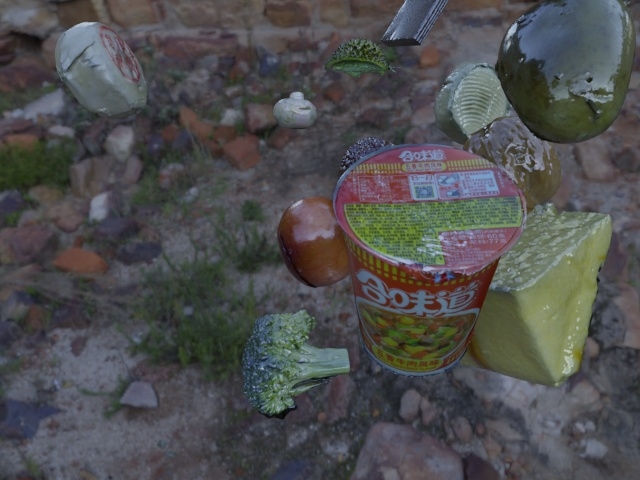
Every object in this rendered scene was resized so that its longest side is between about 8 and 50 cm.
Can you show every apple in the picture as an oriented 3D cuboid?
[{"bbox_3d":[0.000,0.000,1.957,0.206,0.272,0.252,-23,34,15],"label":"apple"}]

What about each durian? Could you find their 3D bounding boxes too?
[{"bbox_3d":[0.111,-0.499,1.898,0.215,0.100,0.086,4,57,14],"label":"durian"}]

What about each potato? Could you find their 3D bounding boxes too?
[{"bbox_3d":[0.464,-0.329,1.330,0.269,0.219,0.359,-26,35,46],"label":"potato"}]

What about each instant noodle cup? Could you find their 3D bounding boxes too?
[{"bbox_3d":[0.108,0.037,0.742,0.193,0.212,0.193,-1,44,1],"label":"instant noodle cup"}]

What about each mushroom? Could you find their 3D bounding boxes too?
[{"bbox_3d":[-0.047,-0.242,1.297,0.083,0.068,0.083,0,-8,0],"label":"mushroom"}]

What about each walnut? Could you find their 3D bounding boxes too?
[{"bbox_3d":[0.477,-0.179,1.725,0.224,0.257,0.257,-29,25,29],"label":"walnut"}]

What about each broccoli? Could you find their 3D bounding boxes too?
[{"bbox_3d":[-0.054,0.278,1.550,0.243,0.247,0.263,0,15,-2],"label":"broccoli"}]

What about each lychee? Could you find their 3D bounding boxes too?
[{"bbox_3d":[0.157,-0.178,1.966,0.235,0.236,0.271,-17,42,-14],"label":"lychee"}]

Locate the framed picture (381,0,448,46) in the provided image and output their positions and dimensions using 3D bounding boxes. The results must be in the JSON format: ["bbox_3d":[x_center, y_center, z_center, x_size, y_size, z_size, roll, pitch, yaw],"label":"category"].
[{"bbox_3d":[0.192,-0.437,1.282,0.169,0.023,0.128,-58,26,0],"label":"framed picture"}]

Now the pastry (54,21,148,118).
[{"bbox_3d":[-0.530,-0.412,1.692,0.133,0.265,0.265,-25,34,11],"label":"pastry"}]

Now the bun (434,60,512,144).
[{"bbox_3d":[0.444,-0.407,2.062,0.259,0.260,0.152,-25,20,-24],"label":"bun"}]

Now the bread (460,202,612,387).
[{"bbox_3d":[0.271,0.062,0.997,0.263,0.198,0.236,6,40,49],"label":"bread"}]
